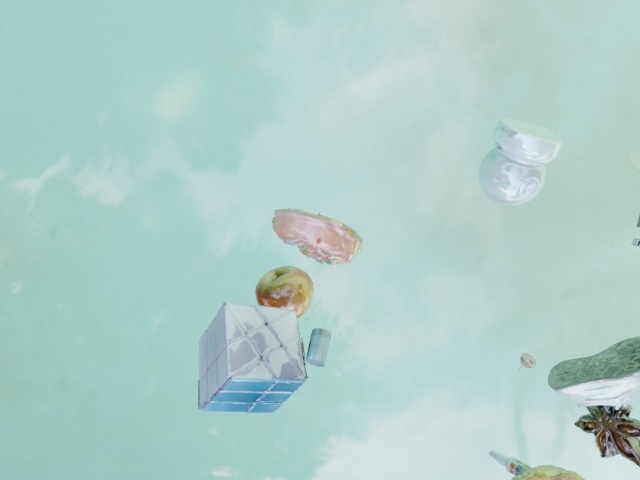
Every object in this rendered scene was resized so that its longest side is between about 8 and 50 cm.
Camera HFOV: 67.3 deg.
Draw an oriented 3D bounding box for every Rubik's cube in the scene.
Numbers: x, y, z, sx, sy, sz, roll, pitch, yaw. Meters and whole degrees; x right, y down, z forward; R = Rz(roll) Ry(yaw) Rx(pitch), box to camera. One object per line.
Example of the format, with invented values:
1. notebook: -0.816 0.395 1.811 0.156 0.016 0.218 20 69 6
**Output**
1. Rubik's cube: -0.194 0.326 1.324 0.231 0.221 0.225 11 137 -27

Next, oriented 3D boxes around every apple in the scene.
1. apple: -0.122 0.185 1.691 0.209 0.209 0.164 -14 118 22

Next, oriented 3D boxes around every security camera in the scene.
1. security camera: 0.558 -0.214 1.391 0.194 0.194 0.236 15 118 -2

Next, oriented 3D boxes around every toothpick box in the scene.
1. toothpick box: -0.005 0.268 1.204 0.052 0.083 0.052 10 146 7

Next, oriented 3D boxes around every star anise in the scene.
1. star anise: 0.861 0.550 1.394 0.098 0.220 0.214 -16 123 -18

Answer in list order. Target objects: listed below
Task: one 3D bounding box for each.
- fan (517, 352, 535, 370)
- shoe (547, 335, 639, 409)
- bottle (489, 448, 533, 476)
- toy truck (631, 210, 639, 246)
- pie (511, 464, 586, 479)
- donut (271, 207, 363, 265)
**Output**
1. fan: 0.814 0.484 1.892 0.060 0.080 0.003 18 163 14
2. shoe: 0.780 0.369 1.260 0.316 0.124 0.159 -29 108 38
3. bottle: 0.709 0.819 1.731 0.217 0.060 0.060 17 148 53
4. toy truck: 1.011 -0.017 1.396 0.177 0.080 0.115 12 99 -17
5. pie: 0.730 0.864 1.485 0.339 0.340 0.083 14 153 -1
6. donut: 0.000 0.000 1.135 0.199 0.085 0.233 14 169 25
